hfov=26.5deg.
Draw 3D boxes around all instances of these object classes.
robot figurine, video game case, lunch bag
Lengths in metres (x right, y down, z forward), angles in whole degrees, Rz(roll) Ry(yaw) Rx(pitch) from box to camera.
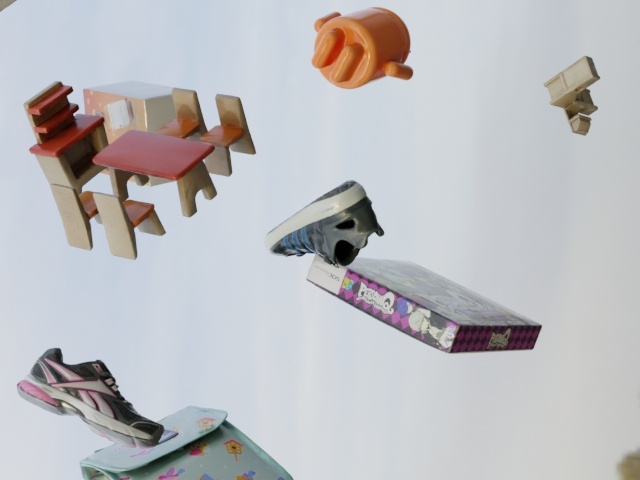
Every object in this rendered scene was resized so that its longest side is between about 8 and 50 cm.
[{"bbox_3d":[0.075,-0.330,2.333,0.219,0.158,0.128,-30,-64,-53],"label":"robot figurine"},{"bbox_3d":[0.129,0.076,1.639,0.232,0.210,0.042,6,-73,-56],"label":"video game case"},{"bbox_3d":[-0.203,0.367,2.029,0.223,0.262,0.160,-26,-37,-35],"label":"lunch bag"}]

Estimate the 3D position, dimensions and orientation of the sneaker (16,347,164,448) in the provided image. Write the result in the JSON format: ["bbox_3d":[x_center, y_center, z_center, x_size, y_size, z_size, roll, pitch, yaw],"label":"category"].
[{"bbox_3d":[-0.260,0.179,1.587,0.072,0.178,0.077,116,180,-70],"label":"sneaker"}]

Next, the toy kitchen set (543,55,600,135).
[{"bbox_3d":[0.353,-0.187,1.782,0.083,0.075,0.068,9,-122,-42],"label":"toy kitchen set"}]

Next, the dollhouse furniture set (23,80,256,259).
[{"bbox_3d":[-0.257,-0.119,1.766,0.262,0.259,0.135,-45,-46,-40],"label":"dollhouse furniture set"}]

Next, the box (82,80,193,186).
[{"bbox_3d":[-0.264,-0.159,1.997,0.091,0.170,0.130,-15,-71,-38],"label":"box"}]

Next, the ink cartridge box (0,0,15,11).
[{"bbox_3d":[-0.372,-0.328,1.372,0.211,0.289,0.121,-44,-52,-24],"label":"ink cartridge box"}]

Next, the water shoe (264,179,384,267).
[{"bbox_3d":[0.000,0.000,1.528,0.073,0.080,0.203,-30,-2,-27],"label":"water shoe"}]
